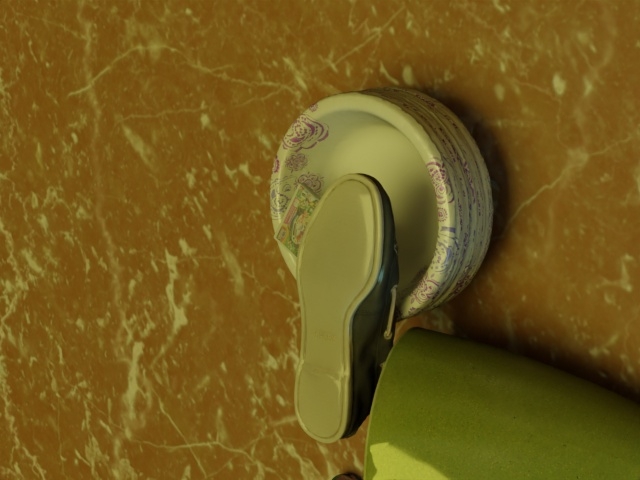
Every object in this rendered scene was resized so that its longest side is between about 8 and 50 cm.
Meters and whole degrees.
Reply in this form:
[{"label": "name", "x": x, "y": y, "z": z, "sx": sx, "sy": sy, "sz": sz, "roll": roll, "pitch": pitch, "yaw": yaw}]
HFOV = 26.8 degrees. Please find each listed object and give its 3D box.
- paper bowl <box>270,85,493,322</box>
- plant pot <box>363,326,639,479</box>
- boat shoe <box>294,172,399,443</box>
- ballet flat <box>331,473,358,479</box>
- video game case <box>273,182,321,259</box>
[{"label": "paper bowl", "x": 0.085, "y": -0.047, "z": 1.652, "sx": 0.284, "sy": 0.148, "sz": 0.284, "roll": 11, "pitch": 108, "yaw": 38}, {"label": "plant pot", "x": 0.235, "y": 0.250, "z": 1.547, "sx": 0.293, "sy": 0.275, "sz": 0.275, "roll": 5, "pitch": 104, "yaw": 22}, {"label": "boat shoe", "x": 0.036, "y": 0.074, "z": 1.574, "sx": 0.112, "sy": 0.095, "sz": 0.335, "roll": 20, "pitch": 113, "yaw": 30}, {"label": "ballet flat", "x": 0.040, "y": 0.433, "z": 1.847, "sx": 0.077, "sy": 0.079, "sz": 0.221, "roll": -11, "pitch": 93, "yaw": 40}, {"label": "video game case", "x": 0.000, "y": 0.000, "z": 1.632, "sx": 0.122, "sy": 0.011, "sz": 0.087, "roll": 43, "pitch": 124, "yaw": 26}]
